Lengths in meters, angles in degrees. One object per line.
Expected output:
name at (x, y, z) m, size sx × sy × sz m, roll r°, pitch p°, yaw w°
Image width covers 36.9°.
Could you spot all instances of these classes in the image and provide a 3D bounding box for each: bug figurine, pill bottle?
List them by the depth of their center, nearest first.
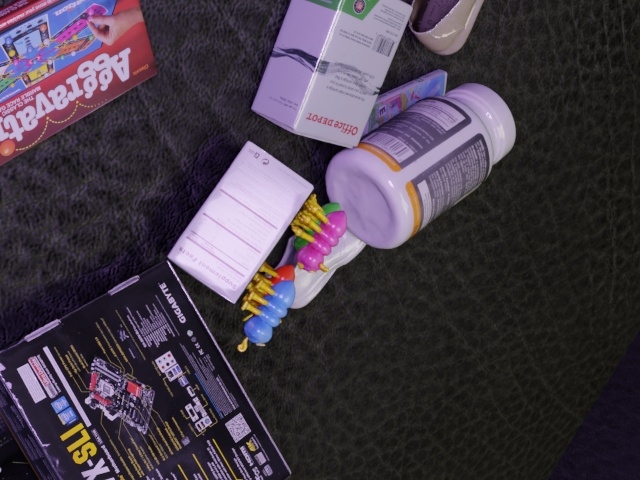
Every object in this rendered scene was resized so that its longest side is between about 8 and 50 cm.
bug figurine at (-0.039, 0.040, 1.270) m, size 0.216 × 0.072 × 0.279 m, roll -56°, pitch -176°, yaw 3°
pill bottle at (0.154, -0.118, 1.422) m, size 0.278 × 0.162 × 0.162 m, roll -34°, pitch 138°, yaw -31°

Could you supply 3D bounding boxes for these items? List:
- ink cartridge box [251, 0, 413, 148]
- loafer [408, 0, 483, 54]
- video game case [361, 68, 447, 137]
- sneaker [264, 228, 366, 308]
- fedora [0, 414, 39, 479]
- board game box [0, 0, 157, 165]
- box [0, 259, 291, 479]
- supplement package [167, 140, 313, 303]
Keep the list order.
ink cartridge box at (0.015, -0.240, 1.269) m, size 0.153 × 0.087 × 0.208 m, roll 8°, pitch 107°, yaw -54°
loafer at (0.202, -0.397, 1.379) m, size 0.092 × 0.102 × 0.268 m, roll -13°, pitch 125°, yaw -54°
video game case at (0.126, -0.148, 1.531) m, size 0.193 × 0.023 × 0.212 m, roll -29°, pitch 135°, yaw -37°
sneaker at (0.000, 0.000, 1.442) m, size 0.212 × 0.080 × 0.094 m, roll -52°, pitch 133°, yaw -10°
fedora at (-0.324, 0.346, 1.164) m, size 0.334 × 0.152 × 0.334 m, roll 14°, pitch 65°, yaw -32°
board game box at (-0.297, -0.171, 0.981) m, size 0.281 × 0.027 × 0.145 m, roll -38°, pitch 141°, yaw -29°
box at (-0.214, 0.219, 1.143) m, size 0.257 × 0.079 × 0.322 m, roll -33°, pitch 94°, yaw -37°
supplement package at (-0.103, -0.020, 1.231) m, size 0.179 × 0.105 × 0.105 m, roll -56°, pitch -176°, yaw -6°
